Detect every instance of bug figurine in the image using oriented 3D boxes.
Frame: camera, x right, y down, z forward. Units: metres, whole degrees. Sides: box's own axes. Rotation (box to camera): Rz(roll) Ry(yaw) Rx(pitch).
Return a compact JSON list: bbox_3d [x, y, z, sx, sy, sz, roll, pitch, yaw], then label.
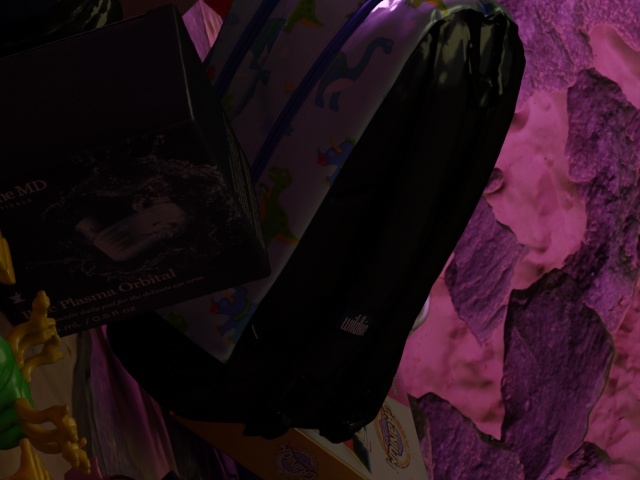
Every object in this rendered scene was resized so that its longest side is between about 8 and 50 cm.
[{"bbox_3d":[-0.152,0.082,0.673,0.216,0.072,0.279,77,-5,-52],"label":"bug figurine"}]

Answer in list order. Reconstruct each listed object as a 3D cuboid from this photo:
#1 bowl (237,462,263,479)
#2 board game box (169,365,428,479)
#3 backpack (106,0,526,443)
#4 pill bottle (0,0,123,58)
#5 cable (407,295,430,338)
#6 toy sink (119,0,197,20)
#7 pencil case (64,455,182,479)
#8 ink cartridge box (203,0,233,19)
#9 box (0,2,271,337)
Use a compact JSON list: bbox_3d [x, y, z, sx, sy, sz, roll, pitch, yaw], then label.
[{"bbox_3d":[-0.031,0.203,1.680,0.391,0.077,0.391,-18,90,-86],"label":"bowl"},{"bbox_3d":[-0.022,0.130,1.422,0.316,0.064,0.242,41,24,-37],"label":"board game box"},{"bbox_3d":[0.008,-0.054,1.179,0.273,0.355,0.290,48,20,29],"label":"backpack"},{"bbox_3d":[-0.194,-0.190,0.884,0.219,0.122,0.123,66,8,-52],"label":"pill bottle"},{"bbox_3d":[0.000,0.000,1.447,0.257,0.089,0.257,53,19,-8],"label":"cable"},{"bbox_3d":[-0.154,-0.211,1.097,0.131,0.234,0.153,41,30,-16],"label":"toy sink"},{"bbox_3d":[-0.091,0.203,0.880,0.098,0.095,0.209,57,-7,32],"label":"pencil case"},{"bbox_3d":[-0.116,-0.324,1.154,0.239,0.060,0.275,44,-47,16],"label":"ink cartridge box"},{"bbox_3d":[-0.127,-0.033,0.882,0.158,0.156,0.093,66,9,-53],"label":"box"}]
